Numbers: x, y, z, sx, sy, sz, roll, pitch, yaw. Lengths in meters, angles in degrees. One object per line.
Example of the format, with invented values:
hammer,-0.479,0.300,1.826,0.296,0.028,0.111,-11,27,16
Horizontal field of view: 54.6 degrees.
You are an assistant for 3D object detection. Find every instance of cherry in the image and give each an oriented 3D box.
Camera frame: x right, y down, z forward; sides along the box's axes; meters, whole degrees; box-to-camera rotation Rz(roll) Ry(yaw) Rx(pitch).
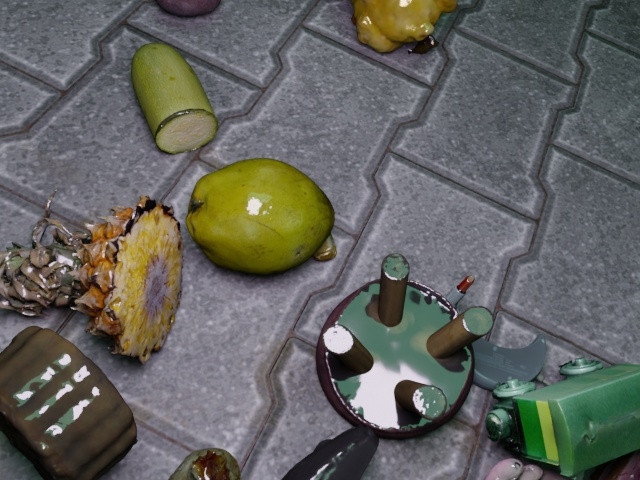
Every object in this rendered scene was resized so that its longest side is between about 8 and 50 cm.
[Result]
cherry,-0.307,-0.589,1.418,0.176,0.140,0.176,13,42,-12

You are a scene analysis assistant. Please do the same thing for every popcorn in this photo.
popcorn,0.174,-0.601,1.466,0.315,0.281,0.297,31,94,29

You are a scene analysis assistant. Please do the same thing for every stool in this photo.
stool,0.130,0.172,0.998,0.272,0.178,0.272,1,66,-2

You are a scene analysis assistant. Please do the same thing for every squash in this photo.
squash,-0.307,-0.304,1.244,0.132,0.132,0.247,-18,65,-23

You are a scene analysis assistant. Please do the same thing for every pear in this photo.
pear,-0.100,-0.042,1.082,0.269,0.212,0.212,4,56,-31

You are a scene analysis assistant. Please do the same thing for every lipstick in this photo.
lipstick,0.236,0.106,1.116,0.030,0.129,0.030,43,32,15

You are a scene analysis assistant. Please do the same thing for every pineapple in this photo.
pineapple,-0.386,0.049,0.973,0.271,0.262,0.263,5,55,12

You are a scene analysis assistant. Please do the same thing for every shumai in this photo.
shumai,-0.167,0.350,0.892,0.099,0.087,0.124,35,59,8

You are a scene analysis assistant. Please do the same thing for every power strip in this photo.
power strip,0.326,0.208,1.124,0.216,0.044,0.137,20,57,0

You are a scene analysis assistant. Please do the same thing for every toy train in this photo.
toy train,0.417,0.269,0.994,0.300,0.202,0.120,-8,86,-25

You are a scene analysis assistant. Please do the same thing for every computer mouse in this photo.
computer mouse,-0.019,0.365,0.887,0.086,0.137,0.270,38,59,1

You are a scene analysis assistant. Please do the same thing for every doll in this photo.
doll,0.337,0.420,0.965,0.192,0.095,0.149,15,62,-6

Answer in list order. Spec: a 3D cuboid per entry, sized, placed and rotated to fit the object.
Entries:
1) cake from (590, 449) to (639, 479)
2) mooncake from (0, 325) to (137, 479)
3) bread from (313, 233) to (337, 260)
cake,0.564,0.359,1.048,0.113,0.116,0.295,40,61,8
mooncake,-0.364,0.233,0.837,0.228,0.228,0.124,37,54,11
bread,0.000,0.000,1.184,0.049,0.034,0.088,-17,59,-7
